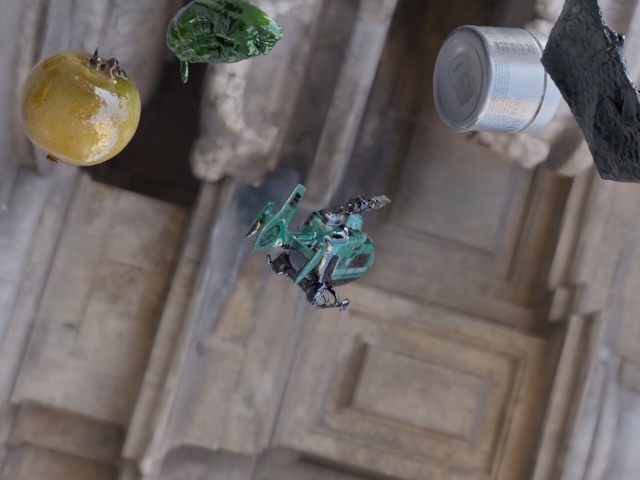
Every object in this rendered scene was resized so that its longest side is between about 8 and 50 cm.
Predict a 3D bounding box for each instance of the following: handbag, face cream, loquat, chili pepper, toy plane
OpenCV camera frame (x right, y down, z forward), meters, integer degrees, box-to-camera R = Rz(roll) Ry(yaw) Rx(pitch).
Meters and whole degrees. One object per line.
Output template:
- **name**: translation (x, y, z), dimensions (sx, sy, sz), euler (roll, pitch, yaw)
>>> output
- **handbag**: translation (0.357, -0.179, 1.439), dimensions (0.270, 0.089, 0.175), euler (63, 0, 3)
- **face cream**: translation (0.293, -0.268, 1.980), dimensions (0.177, 0.153, 0.177), euler (179, -90, -65)
- **loquat**: translation (-0.303, -0.170, 1.499), dimensions (0.137, 0.163, 0.163), euler (-35, 143, -73)
- **chili pepper**: translation (-0.130, -0.260, 1.494), dimensions (0.074, 0.100, 0.257), euler (-33, -161, -19)
- **toy plane**: translation (0.000, 0.000, 1.529), dimensions (0.155, 0.106, 0.382), euler (-54, 160, 13)

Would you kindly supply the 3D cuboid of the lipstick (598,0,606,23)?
- **lipstick**: translation (0.370, -0.301, 1.629), dimensions (0.045, 0.045, 0.145), euler (-19, 93, -71)
